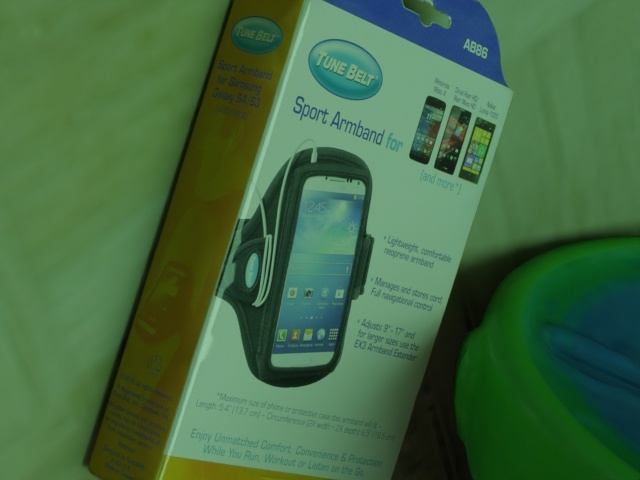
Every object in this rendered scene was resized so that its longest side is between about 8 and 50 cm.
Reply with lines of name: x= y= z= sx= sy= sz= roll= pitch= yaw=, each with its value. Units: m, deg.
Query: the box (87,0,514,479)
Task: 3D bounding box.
box: x=0.000 y=0.000 z=0.392 sx=0.081 sy=0.028 sz=0.136 roll=18 pitch=88 yaw=-46

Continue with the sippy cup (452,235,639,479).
sippy cup: x=0.131 y=0.145 z=0.446 sx=0.305 sy=0.240 sz=0.224 roll=4 pitch=112 yaw=-23
